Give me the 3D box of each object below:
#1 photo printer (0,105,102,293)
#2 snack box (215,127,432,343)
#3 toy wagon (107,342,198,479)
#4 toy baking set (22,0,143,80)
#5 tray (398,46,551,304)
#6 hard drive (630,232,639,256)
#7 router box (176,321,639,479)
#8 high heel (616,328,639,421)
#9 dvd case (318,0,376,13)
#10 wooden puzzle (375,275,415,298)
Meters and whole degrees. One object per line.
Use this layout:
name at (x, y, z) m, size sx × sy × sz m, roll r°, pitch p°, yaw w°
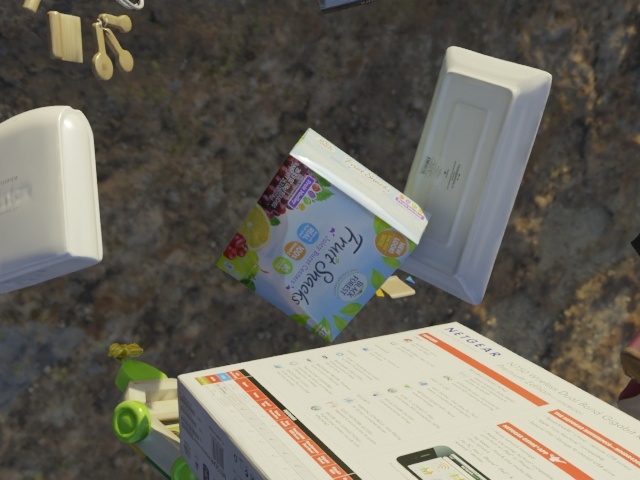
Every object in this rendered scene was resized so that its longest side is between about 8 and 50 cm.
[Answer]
photo printer at (-0.515, -0.081, 1.691) m, size 0.107 × 0.256 × 0.307 m, roll 20°, pitch 58°, yaw -59°
snack box at (0.000, 0.000, 1.104) m, size 0.207 × 0.174 × 0.070 m, roll -51°, pitch -175°, yaw 42°
toy wagon at (-0.183, 0.265, 1.353) m, size 0.068 × 0.344 × 0.267 m, roll -61°, pitch 154°, yaw 9°
toy baking set at (-0.303, -0.328, 1.247) m, size 0.197 × 0.030 × 0.256 m, roll 42°, pitch 51°, yaw -55°
tray at (0.156, -0.075, 1.075) m, size 0.030 × 0.145 × 0.270 m, roll 0°, pitch 110°, yaw -48°
hard drive at (0.613, -0.071, 1.275) m, size 0.237 × 0.064 × 0.339 m, roll 11°, pitch 129°, yaw -40°
router box at (0.079, 0.177, 0.764) m, size 0.301 × 0.335 × 0.082 m, roll -8°, pitch 107°, yaw -25°
high heel at (0.451, 0.146, 1.129) m, size 0.181 × 0.127 × 0.377 m, roll -48°, pitch 150°, yaw -8°
dvd case at (0.101, -0.453, 1.415) m, size 0.029 × 0.238 × 0.179 m, roll 19°, pitch 61°, yaw -74°
wooden puzzle at (0.161, 0.105, 2.081) m, size 0.116 × 0.078 × 0.014 m, roll -5°, pitch 121°, yaw -26°
